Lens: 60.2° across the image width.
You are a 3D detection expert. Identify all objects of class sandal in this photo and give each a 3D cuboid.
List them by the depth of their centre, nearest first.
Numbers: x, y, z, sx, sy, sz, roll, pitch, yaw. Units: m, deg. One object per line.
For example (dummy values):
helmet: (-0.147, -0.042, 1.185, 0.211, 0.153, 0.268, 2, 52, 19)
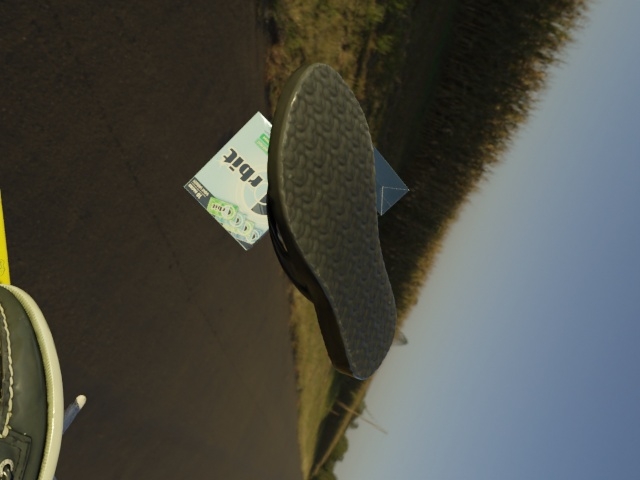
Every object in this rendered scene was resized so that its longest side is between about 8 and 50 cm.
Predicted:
sandal: (-0.001, 0.002, 0.705, 0.167, 0.107, 0.445, -44, 134, -39)

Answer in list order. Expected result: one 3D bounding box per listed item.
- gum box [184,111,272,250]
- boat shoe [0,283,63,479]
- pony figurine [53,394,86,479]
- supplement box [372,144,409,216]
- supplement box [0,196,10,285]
gum box: (-0.116, -0.102, 0.961, 0.184, 0.157, 0.041, -44, 179, 3)
boat shoe: (-0.269, 0.179, 0.363, 0.113, 0.127, 0.339, 67, 24, -66)
pony figurine: (-0.381, 0.359, 0.552, 0.351, 0.303, 0.363, -18, 109, -38)
supplement box: (0.064, -0.078, 0.771, 0.056, 0.083, 0.083, -41, -173, -14)
supplement box: (-0.787, 0.050, 1.141, 0.195, 0.194, 0.356, -11, 101, -53)
